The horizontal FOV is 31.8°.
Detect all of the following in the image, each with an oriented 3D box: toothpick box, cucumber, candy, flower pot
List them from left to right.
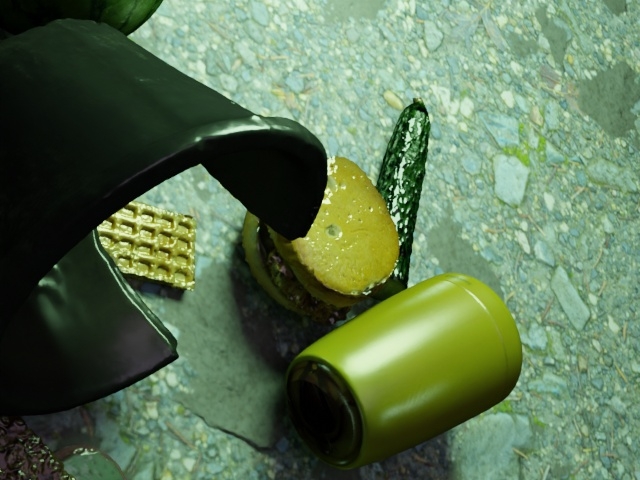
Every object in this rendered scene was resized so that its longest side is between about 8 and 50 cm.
[{"bbox_3d":[-0.236,0.250,1.089,0.103,0.043,0.103,12,68,-32],"label":"candy"},{"bbox_3d":[-0.213,-0.048,1.031,0.379,0.379,0.251,-20,64,-42],"label":"flower pot"},{"bbox_3d":[0.101,-0.062,1.464,0.067,0.067,0.294,29,57,-29],"label":"cucumber"},{"bbox_3d":[0.091,0.156,1.309,0.271,0.175,0.175,-21,89,-38],"label":"toothpick box"}]

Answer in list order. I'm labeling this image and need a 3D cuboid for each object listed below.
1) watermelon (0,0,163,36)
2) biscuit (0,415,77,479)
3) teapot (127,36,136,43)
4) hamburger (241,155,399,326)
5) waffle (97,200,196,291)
[{"bbox_3d":[-0.260,-0.314,1.140,0.242,0.242,0.243,14,66,-35],"label":"watermelon"},{"bbox_3d":[-0.315,0.208,1.018,0.231,0.025,0.131,48,57,-4],"label":"biscuit"},{"bbox_3d":[-0.221,-0.174,1.226,0.092,0.124,0.091,-27,107,-10],"label":"teapot"},{"bbox_3d":[-0.002,0.007,1.317,0.181,0.118,0.191,-1,70,-37],"label":"hamburger"},{"bbox_3d":[-0.195,0.002,1.224,0.135,0.021,0.092,14,67,-36],"label":"waffle"}]
